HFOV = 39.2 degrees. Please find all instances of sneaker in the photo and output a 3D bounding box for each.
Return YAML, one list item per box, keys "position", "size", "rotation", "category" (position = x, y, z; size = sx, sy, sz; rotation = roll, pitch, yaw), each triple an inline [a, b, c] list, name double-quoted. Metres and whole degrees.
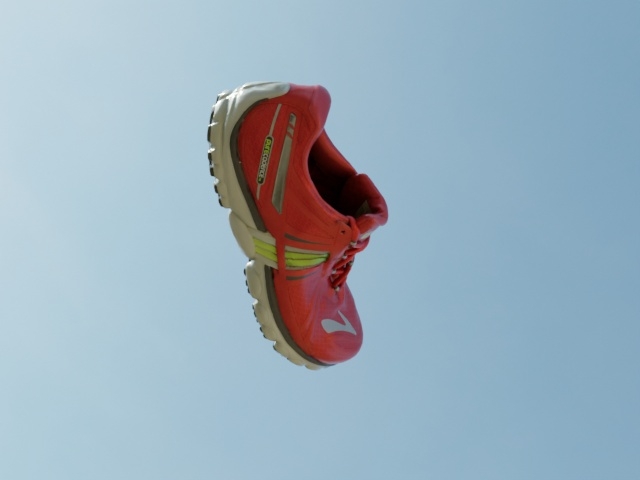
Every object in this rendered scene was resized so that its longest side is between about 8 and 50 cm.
- position: [0.000, 0.000, 0.722]
  size: [0.118, 0.107, 0.279]
  rotation: [-5, -51, 19]
  category: "sneaker"
